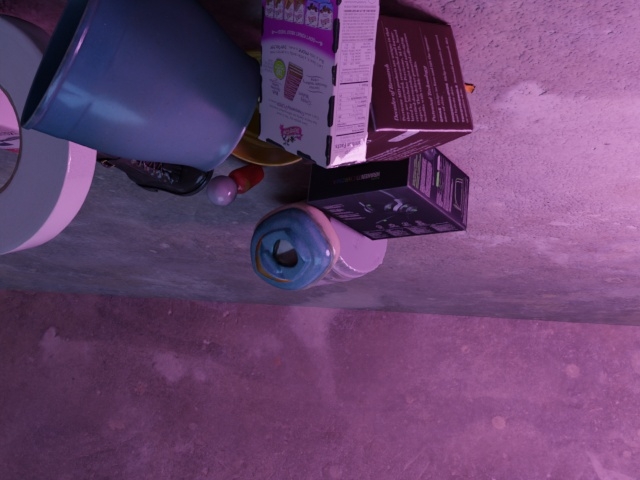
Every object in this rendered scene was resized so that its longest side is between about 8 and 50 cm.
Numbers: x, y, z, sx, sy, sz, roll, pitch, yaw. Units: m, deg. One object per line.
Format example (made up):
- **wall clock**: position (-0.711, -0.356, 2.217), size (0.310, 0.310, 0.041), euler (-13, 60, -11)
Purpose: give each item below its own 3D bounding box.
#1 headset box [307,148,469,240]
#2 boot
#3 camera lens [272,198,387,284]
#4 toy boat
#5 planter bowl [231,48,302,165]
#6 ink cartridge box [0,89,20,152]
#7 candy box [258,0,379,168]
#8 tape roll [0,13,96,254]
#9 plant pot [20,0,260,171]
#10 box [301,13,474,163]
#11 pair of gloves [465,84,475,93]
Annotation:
- **headset box**: position (0.143, -0.111, 1.445), size (0.246, 0.131, 0.283), euler (-7, 158, 37)
- **boot**: position (-0.392, -0.176, 1.491), size (0.262, 0.091, 0.229), euler (-2, 162, 29)
- **camera lens**: position (0.000, 0.000, 1.696), size (0.219, 0.220, 0.274), euler (21, 157, -39)
- **toy boat**: position (-0.116, -0.024, 1.512), size (0.148, 0.318, 0.267), euler (-35, 177, -42)
- **planter bowl**: position (-0.089, -0.236, 1.125), size (0.217, 0.090, 0.217), euler (7, 134, 8)
- **ink cartridge box**: position (-0.580, -0.234, 1.271), size (0.171, 0.100, 0.237), euler (0, 176, 19)
- **candy box**: position (-0.007, -0.227, 0.871), size (0.071, 0.234, 0.159), euler (-13, -151, -36)
- **tape roll**: position (-0.540, -0.170, 1.098), size (0.391, 0.393, 0.072), euler (-1, -172, 20)
- **plant pot**: position (-0.233, -0.226, 0.943), size (0.255, 0.272, 0.271), euler (24, 156, -31)
- **box**: position (0.084, -0.213, 0.995), size (0.203, 0.167, 0.168), euler (-8, 175, -38)
- **pair of gloves**: position (0.220, -0.252, 1.177), size (0.074, 0.010, 0.083), euler (9, 163, -9)
